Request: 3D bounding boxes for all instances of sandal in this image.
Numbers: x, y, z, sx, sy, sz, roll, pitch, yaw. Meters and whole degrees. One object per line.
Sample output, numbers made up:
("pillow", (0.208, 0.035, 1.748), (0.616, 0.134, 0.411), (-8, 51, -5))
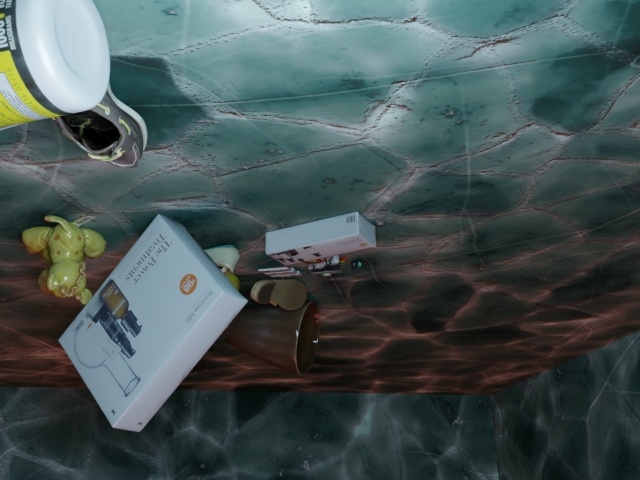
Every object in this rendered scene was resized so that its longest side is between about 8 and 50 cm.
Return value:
("sandal", (-0.127, 0.130, 2.339), (0.079, 0.088, 0.240), (25, -174, 30))

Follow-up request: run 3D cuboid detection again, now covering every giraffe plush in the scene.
("giraffe plush", (-0.565, 0.055, 1.938), (0.181, 0.170, 0.210), (12, 155, -32))

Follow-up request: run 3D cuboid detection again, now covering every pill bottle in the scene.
("pill bottle", (-0.470, -0.238, 1.159), (0.334, 0.187, 0.188), (-8, 158, 14))

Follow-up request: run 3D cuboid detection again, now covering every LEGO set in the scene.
("LEGO set", (-0.021, 0.057, 2.211), (0.244, 0.060, 0.182), (-5, 171, 11))

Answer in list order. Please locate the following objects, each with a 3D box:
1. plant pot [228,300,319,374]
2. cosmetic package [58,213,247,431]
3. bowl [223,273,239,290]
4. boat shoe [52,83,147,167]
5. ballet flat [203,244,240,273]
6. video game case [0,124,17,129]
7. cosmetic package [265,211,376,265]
("plant pot", (-0.143, 0.266, 2.535), (0.230, 0.215, 0.215), (8, 162, 16))
("cosmetic package", (-0.369, 0.175, 1.879), (0.377, 0.284, 0.097), (-51, 146, 8))
("bowl", (-0.360, 0.182, 2.316), (0.290, 0.156, 0.289), (-2, 160, -1))
("boat shoe", (-0.365, -0.188, 1.427), (0.117, 0.096, 0.324), (-4, 159, 3))
("ballet flat", (-0.317, 0.064, 2.114), (0.249, 0.086, 0.086), (-8, 158, 15))
("video game case", (-0.547, -0.230, 1.405), (0.190, 0.022, 0.173), (-12, 157, 22))
("cosmetic package", (0.000, 0.000, 2.010), (0.239, 0.060, 0.099), (-13, 158, 25))
